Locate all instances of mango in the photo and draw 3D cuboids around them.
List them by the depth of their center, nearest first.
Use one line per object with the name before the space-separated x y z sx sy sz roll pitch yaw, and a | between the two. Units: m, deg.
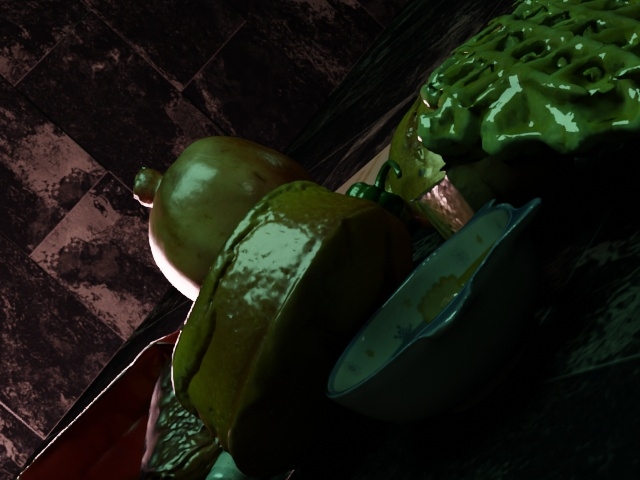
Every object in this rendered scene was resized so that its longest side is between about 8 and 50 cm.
mango | 0.152 -0.116 1.423 0.177 0.120 0.295 -41 12 31

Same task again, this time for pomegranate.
pomegranate | -0.127 -0.026 1.658 0.229 0.270 0.252 -62 4 -4

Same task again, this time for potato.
potato | 0.174 -0.053 1.140 0.138 0.098 0.243 -37 -1 -4

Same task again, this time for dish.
dish | 0.112 0.064 0.949 0.228 0.086 0.236 -44 6 20

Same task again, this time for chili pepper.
chili pepper | 0.033 0.038 1.331 0.100 0.074 0.257 63 -140 -68

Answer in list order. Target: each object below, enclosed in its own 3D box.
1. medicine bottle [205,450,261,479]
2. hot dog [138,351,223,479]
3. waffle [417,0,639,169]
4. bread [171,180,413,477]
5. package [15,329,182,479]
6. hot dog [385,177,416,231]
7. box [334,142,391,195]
medicine bottle | -0.070 0.213 1.276 0.051 0.051 0.191 -39 12 45
hot dog | -0.138 0.208 1.392 0.160 0.099 0.227 -32 32 23
waffle | 0.233 -0.152 0.981 0.317 0.073 0.297 -3 31 37
bread | -0.019 0.080 1.117 0.195 0.143 0.269 11 -72 -59
package | -0.242 0.251 1.605 0.423 0.123 0.196 -45 -3 10
hot dog | 0.048 0.006 1.557 0.289 0.068 0.083 -45 12 2
box | 0.000 0.001 1.843 0.365 0.051 0.204 -39 15 42
